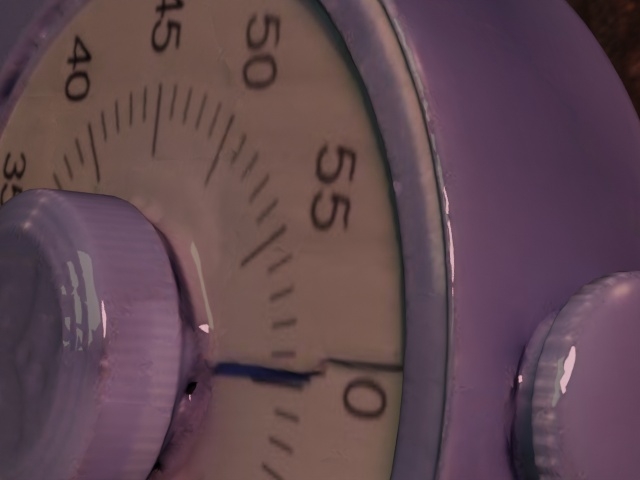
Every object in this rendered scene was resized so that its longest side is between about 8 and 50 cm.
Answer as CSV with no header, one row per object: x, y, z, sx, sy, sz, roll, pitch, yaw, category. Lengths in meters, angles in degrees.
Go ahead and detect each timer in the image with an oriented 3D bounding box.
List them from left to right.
-0.036,0.044,0.525,0.395,0.173,0.395,-12,74,47,timer
